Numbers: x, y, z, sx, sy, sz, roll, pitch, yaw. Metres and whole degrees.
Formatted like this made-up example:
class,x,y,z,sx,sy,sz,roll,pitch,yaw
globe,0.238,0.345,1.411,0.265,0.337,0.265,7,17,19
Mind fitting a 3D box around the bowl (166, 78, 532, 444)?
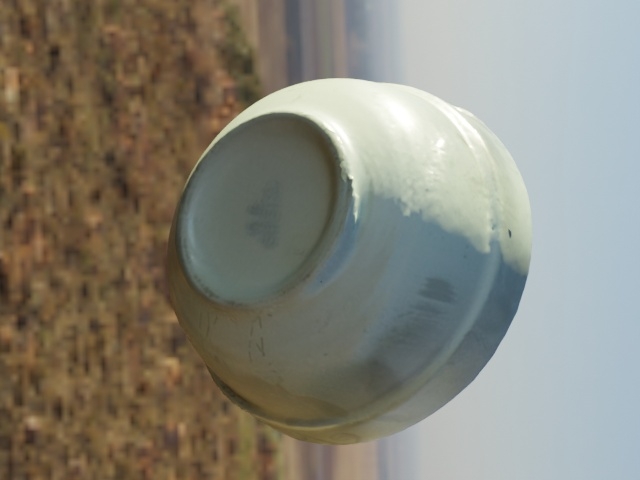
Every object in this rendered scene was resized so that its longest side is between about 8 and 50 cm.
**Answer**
class,x,y,z,sx,sy,sz,roll,pitch,yaw
bowl,0.000,0.000,1.405,0.163,0.307,0.307,31,51,-50
